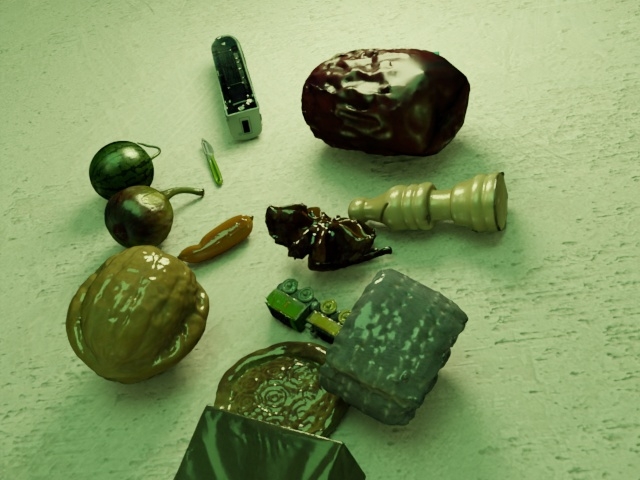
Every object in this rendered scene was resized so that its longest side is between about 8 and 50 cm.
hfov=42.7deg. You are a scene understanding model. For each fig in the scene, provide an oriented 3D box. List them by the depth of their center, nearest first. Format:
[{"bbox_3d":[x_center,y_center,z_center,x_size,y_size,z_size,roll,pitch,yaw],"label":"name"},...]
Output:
[{"bbox_3d":[-0.352,-0.076,1.789,0.149,0.149,0.245,18,39,31],"label":"fig"}]

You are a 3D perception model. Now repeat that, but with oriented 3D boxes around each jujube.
[{"bbox_3d":[0.139,-0.296,1.787,0.377,0.258,0.258,3,44,37],"label":"jujube"}]

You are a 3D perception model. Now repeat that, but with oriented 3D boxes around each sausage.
[{"bbox_3d":[-0.213,0.001,1.712,0.183,0.054,0.062,-33,13,-15],"label":"sausage"}]

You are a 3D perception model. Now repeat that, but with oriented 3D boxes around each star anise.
[{"bbox_3d":[0.000,0.000,1.580,0.220,0.190,0.126,23,96,34],"label":"star anise"}]

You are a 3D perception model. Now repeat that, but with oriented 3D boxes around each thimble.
[{"bbox_3d":[0.119,0.171,1.311,0.172,0.205,0.236,27,40,16],"label":"thimble"}]

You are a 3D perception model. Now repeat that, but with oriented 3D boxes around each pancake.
[{"bbox_3d":[-0.071,0.268,1.402,0.250,0.031,0.250,-10,44,10],"label":"pancake"}]

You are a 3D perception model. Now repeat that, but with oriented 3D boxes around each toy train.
[{"bbox_3d":[-0.015,0.137,1.505,0.202,0.060,0.081,26,64,36],"label":"toy train"},{"bbox_3d":[-0.218,-0.403,2.111,0.086,0.088,0.407,-15,42,-2],"label":"toy train"}]

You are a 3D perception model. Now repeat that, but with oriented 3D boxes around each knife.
[{"bbox_3d":[-0.257,-0.188,1.946,0.022,0.026,0.184,-50,40,23],"label":"knife"}]

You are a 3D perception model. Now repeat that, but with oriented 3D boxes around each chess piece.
[{"bbox_3d":[0.206,-0.069,1.623,0.307,0.124,0.139,-2,49,21],"label":"chess piece"}]

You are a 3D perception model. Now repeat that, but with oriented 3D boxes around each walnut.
[{"bbox_3d":[-0.329,0.140,1.477,0.257,0.224,0.257,5,54,-7],"label":"walnut"}]

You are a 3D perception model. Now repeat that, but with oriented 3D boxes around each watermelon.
[{"bbox_3d":[-0.443,-0.169,1.896,0.187,0.140,0.141,-34,45,-24],"label":"watermelon"}]

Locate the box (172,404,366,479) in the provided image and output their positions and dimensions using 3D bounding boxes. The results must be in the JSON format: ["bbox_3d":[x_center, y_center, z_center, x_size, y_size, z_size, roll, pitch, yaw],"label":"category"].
[{"bbox_3d":[-0.074,0.362,1.202,0.231,0.155,0.149,9,59,26],"label":"box"}]

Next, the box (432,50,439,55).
[{"bbox_3d":[0.172,-0.408,2.032,0.226,0.042,0.161,2,44,18],"label":"box"}]
